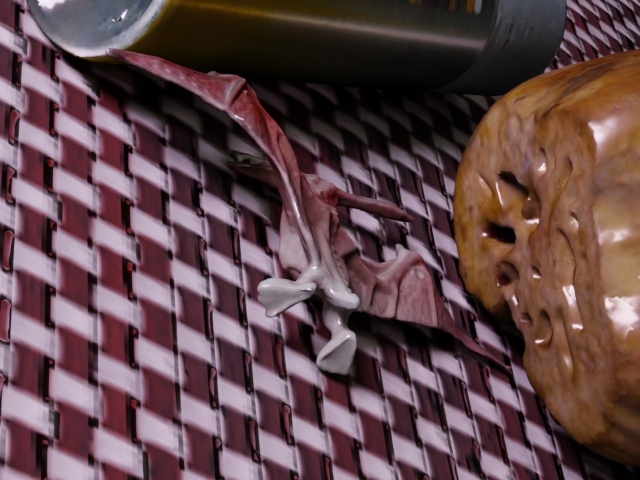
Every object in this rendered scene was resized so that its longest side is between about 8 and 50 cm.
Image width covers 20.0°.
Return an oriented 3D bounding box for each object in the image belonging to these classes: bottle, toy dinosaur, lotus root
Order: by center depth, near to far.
[{"bbox_3d":[0.001,-0.001,0.662,0.220,0.032,0.108,43,22,-30],"label":"toy dinosaur"},{"bbox_3d":[0.004,-0.105,0.748,0.286,0.082,0.082,-2,53,-54],"label":"bottle"},{"bbox_3d":[0.189,0.009,0.756,0.291,0.193,0.193,4,47,-31],"label":"lotus root"}]
